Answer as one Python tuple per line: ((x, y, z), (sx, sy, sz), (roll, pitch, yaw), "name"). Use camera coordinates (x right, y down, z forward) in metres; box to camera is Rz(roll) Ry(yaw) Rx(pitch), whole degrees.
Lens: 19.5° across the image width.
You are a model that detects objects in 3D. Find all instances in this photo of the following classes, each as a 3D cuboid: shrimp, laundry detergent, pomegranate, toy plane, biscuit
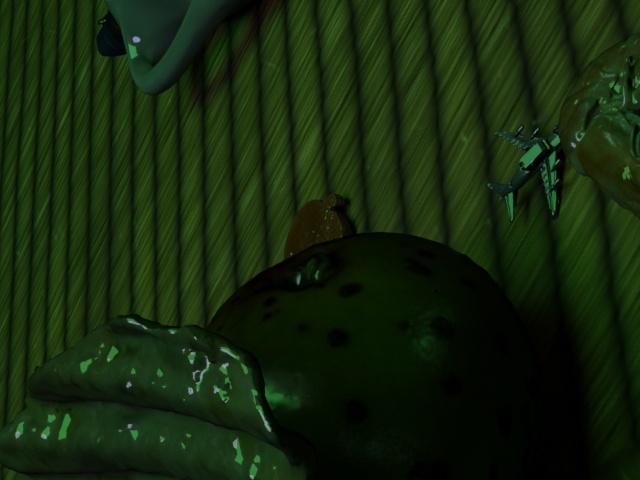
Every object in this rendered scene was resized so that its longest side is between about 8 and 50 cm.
((0.196, -0.062, 1.098), (0.099, 0.041, 0.180), (-48, 32, 15), "shrimp")
((-0.133, -0.248, 1.737), (0.280, 0.105, 0.215), (-45, 40, 40), "laundry detergent")
((0.025, 0.128, 1.149), (0.231, 0.231, 0.286), (-105, 11, -46), "pomegranate")
((0.140, -0.051, 1.202), (0.084, 0.024, 0.078), (-54, 51, 33), "toy plane")
((0.000, 0.000, 1.445), (0.078, 0.015, 0.091), (-65, 28, 12), "biscuit")

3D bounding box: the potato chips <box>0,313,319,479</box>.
((-0.036, 0.215, 1.017), (0.097, 0.373, 0.389), (-52, 8, -38), "potato chips")
